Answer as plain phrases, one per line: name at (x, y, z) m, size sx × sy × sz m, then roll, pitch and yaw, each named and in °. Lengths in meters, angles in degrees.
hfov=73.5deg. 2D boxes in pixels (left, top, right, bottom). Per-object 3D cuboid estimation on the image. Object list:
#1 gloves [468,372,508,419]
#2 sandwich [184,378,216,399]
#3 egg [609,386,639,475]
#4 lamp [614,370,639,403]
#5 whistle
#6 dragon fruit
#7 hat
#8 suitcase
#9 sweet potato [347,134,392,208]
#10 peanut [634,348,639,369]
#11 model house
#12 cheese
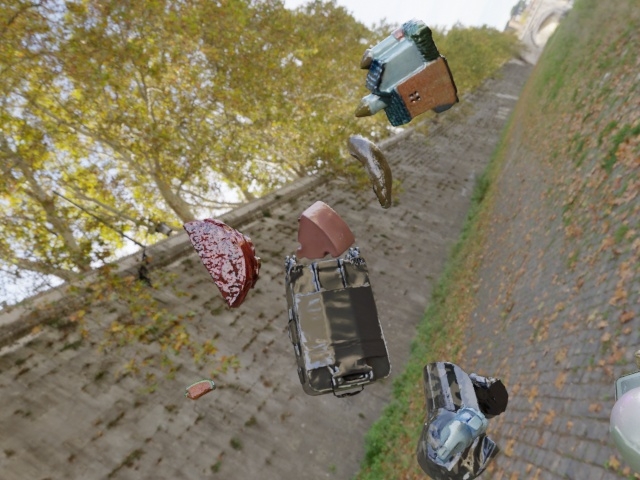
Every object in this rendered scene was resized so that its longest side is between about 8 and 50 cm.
gloves at (0.629, 0.659, 1.778) m, size 0.301 × 0.197 × 0.152 m, roll -28°, pitch -4°, yaw 34°
sandwich at (-0.361, 0.447, 1.286) m, size 0.101 × 0.026 × 0.069 m, roll -23°, pitch 20°, yaw -6°
egg at (0.639, 0.360, 0.794) m, size 0.183 × 0.183 × 0.217 m, roll -61°, pitch -3°, yaw -2°
lamp at (1.011, 0.480, 1.270) m, size 0.266 × 0.047 × 0.269 m, roll -48°, pitch 0°, yaw -45°
whistle at (0.409, 0.553, 1.236) m, size 0.269 × 0.093 × 0.180 m, roll -11°, pitch -44°, yaw -51°
dragon fruit at (-0.269, 0.039, 1.380) m, size 0.152 × 0.317 × 0.205 m, roll -36°, pitch -9°, yaw 12°
hat at (0.442, 0.669, 1.604) m, size 0.257 × 0.381 × 0.366 m, roll -10°, pitch -20°, yaw -39°
suitcase at (0.037, 0.253, 1.310) m, size 0.194 × 0.283 × 0.434 m, roll 111°, pitch 149°, yaw -63°
sweet potato at (0.185, -0.244, 1.472) m, size 0.085 × 0.286 × 0.112 m, roll -16°, pitch -15°, yaw -41°
peanut at (0.909, 0.339, 1.157) m, size 0.080 × 0.174 × 0.080 m, roll -40°, pitch 27°, yaw 25°
model house at (0.213, -0.452, 1.236) m, size 0.291 × 0.253 × 0.184 m, roll -31°, pitch 32°, yaw 4°
cheese at (0.020, -0.005, 1.525) m, size 0.128 × 0.177 × 0.203 m, roll -39°, pitch -34°, yaw -44°
